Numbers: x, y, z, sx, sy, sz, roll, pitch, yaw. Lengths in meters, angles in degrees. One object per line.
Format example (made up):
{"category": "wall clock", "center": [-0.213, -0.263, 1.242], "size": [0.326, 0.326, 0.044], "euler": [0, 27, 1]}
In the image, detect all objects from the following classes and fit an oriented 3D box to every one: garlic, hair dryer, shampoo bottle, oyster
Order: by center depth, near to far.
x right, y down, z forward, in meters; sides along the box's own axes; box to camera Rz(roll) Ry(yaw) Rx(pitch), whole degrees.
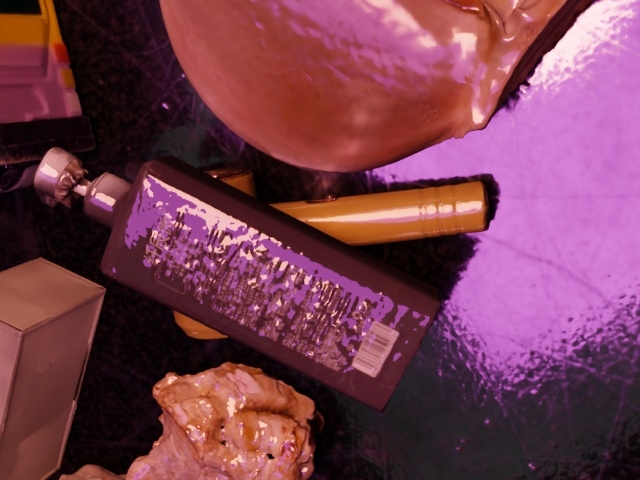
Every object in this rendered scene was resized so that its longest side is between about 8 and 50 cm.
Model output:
{"category": "garlic", "center": [0.017, -0.185, 0.577], "size": [0.325, 0.132, 0.279], "euler": [31, 111, 7]}
{"category": "shampoo bottle", "center": [-0.070, 0.014, 0.601], "size": [0.310, 0.071, 0.098], "euler": [26, 106, 0]}
{"category": "hair dryer", "center": [0.000, 0.000, 0.662], "size": [0.279, 0.090, 0.134], "euler": [-6, 101, 15]}
{"category": "oyster", "center": [-0.098, 0.192, 0.725], "size": [0.191, 0.081, 0.163], "euler": [-44, 74, 12]}

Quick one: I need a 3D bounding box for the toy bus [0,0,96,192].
{"category": "toy bus", "center": [-0.459, -0.132, 0.715], "size": [0.440, 0.209, 0.249], "euler": [-9, 99, 21]}

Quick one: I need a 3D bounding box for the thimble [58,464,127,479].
{"category": "thimble", "center": [-0.216, 0.369, 0.765], "size": [0.292, 0.195, 0.291], "euler": [3, 100, 16]}

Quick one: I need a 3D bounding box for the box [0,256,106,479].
{"category": "box", "center": [-0.300, 0.145, 0.772], "size": [0.086, 0.129, 0.225], "euler": [23, 109, 12]}
